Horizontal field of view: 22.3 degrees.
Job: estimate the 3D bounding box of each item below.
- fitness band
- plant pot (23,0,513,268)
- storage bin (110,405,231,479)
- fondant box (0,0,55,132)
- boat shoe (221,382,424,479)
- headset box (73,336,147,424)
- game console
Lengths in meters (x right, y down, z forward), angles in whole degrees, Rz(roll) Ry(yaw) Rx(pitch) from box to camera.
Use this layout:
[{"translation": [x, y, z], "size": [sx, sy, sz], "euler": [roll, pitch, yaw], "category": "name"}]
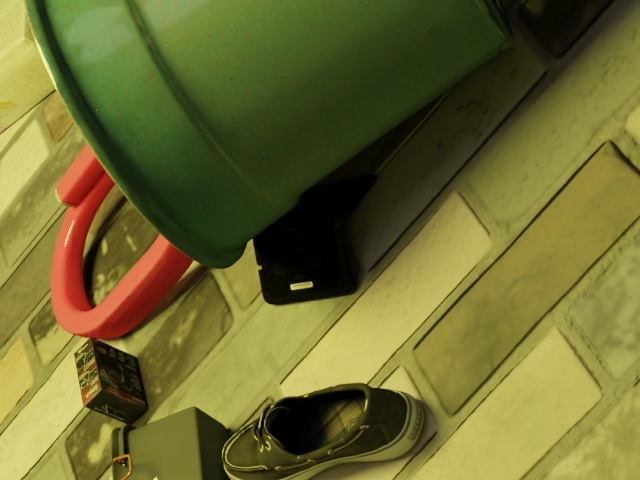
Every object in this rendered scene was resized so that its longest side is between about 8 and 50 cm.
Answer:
[{"translation": [-0.209, -0.023, 1.733], "size": [0.291, 0.054, 0.209], "euler": [-47, 46, 34], "category": "fitness band"}, {"translation": [-0.030, -0.201, 1.460], "size": [0.334, 0.341, 0.341], "euler": [-29, 45, 14], "category": "plant pot"}, {"translation": [-0.136, 0.220, 1.511], "size": [0.091, 0.098, 0.135], "euler": [-29, 47, 21], "category": "storage bin"}, {"translation": [-0.428, -0.310, 2.176], "size": [0.238, 0.096, 0.330], "euler": [-32, 45, 32], "category": "fondant box"}, {"translation": [-0.017, 0.167, 1.412], "size": [0.228, 0.076, 0.080], "euler": [-15, 56, 43], "category": "boat shoe"}, {"translation": [-0.215, 0.147, 1.665], "size": [0.032, 0.062, 0.083], "euler": [-43, 41, 23], "category": "headset box"}, {"translation": [0.000, 0.000, 1.553], "size": [0.122, 0.071, 0.107], "euler": [-11, 89, 46], "category": "game console"}]
